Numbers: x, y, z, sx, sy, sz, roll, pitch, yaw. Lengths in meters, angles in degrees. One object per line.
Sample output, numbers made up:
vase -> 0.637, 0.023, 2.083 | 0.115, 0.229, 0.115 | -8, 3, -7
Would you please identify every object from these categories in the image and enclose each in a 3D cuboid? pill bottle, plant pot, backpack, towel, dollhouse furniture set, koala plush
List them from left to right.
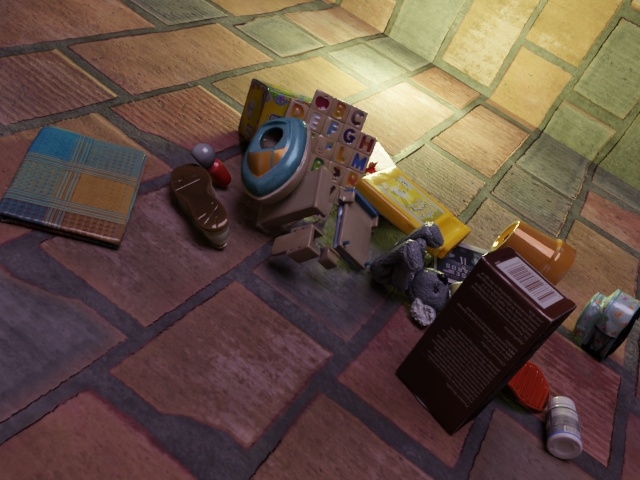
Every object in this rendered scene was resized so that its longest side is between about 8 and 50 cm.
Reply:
towel -> -0.577, -0.136, 1.496 | 0.272, 0.040, 0.370 | 15, 38, -16
dollhouse furniture set -> 0.000, 0.000, 1.690 | 0.303, 0.198, 0.286 | 41, 46, -39
koala plush -> 0.262, 0.104, 1.666 | 0.221, 0.203, 0.196 | 53, 39, -1
plant pot -> 0.631, 0.045, 1.908 | 0.188, 0.205, 0.205 | 41, 35, 0
pill bottle -> 0.576, 0.441, 1.490 | 0.078, 0.078, 0.137 | 28, 34, 0
backpack -> 0.850, 0.232, 1.855 | 0.144, 0.188, 0.166 | 42, 37, 20

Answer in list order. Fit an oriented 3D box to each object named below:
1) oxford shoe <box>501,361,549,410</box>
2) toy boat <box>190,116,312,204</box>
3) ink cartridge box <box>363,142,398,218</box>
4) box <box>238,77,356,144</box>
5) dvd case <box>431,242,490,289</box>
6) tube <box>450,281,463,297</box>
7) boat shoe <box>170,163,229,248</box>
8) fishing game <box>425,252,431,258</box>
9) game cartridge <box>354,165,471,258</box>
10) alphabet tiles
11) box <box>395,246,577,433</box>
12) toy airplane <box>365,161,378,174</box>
oxford shoe -> 0.456, 0.327, 1.536 | 0.271, 0.098, 0.097 | 40, 69, -20
toy boat -> -0.182, -0.213, 1.641 | 0.318, 0.148, 0.267 | -6, 55, 24
ink cartridge box -> 0.193, -0.209, 2.102 | 0.176, 0.069, 0.371 | 2, 44, -33
box -> -0.080, -0.360, 1.928 | 0.279, 0.177, 0.290 | 13, 16, -19
dvd case -> 0.414, 0.077, 1.842 | 0.179, 0.029, 0.238 | 18, 32, 1
tube -> 0.370, 0.227, 1.585 | 0.070, 0.062, 0.240 | -4, 72, 12
boat shoe -> -0.308, -0.092, 1.594 | 0.105, 0.089, 0.285 | -18, 47, -15
fishing game -> 0.441, 0.089, 1.896 | 0.264, 0.041, 0.189 | 40, 39, 17
game cartridge -> 0.282, -0.091, 1.870 | 0.324, 0.052, 0.285 | 40, 28, 13
alphabet tiles -> 0.002, -0.241, 1.795 | 0.285, 0.342, 0.011 | 21, -1, -20
box -> 0.346, 0.219, 1.354 | 0.143, 0.381, 0.191 | -12, 51, -47
toy airplane -> 0.120, -0.217, 2.016 | 0.028, 0.151, 0.151 | 57, 7, -46
